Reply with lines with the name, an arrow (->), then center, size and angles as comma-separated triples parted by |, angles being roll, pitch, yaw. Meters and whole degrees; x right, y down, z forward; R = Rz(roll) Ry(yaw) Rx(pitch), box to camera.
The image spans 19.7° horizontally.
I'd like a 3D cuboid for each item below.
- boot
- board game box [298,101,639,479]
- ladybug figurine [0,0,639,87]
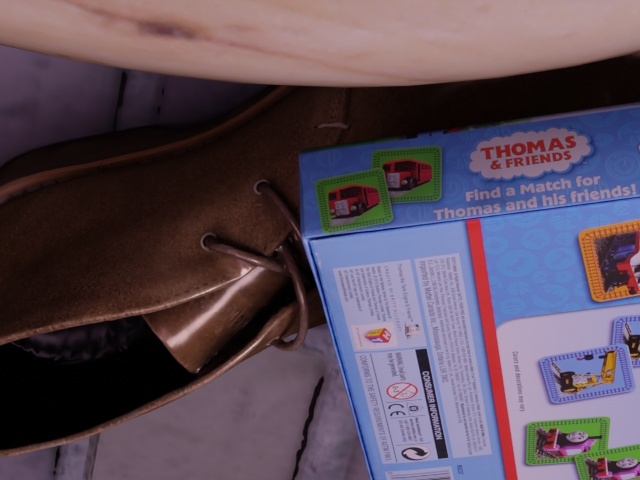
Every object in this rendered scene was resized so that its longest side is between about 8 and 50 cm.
boot -> 0.000, 0.000, 0.608 | 0.305, 0.115, 0.112 | -20, 116, 23
board game box -> 0.111, 0.021, 0.552 | 0.211, 0.039, 0.160 | -7, 141, 6
ladybug figurine -> -0.051, -0.185, 0.404 | 0.449, 0.305, 0.162 | 22, 171, 4
